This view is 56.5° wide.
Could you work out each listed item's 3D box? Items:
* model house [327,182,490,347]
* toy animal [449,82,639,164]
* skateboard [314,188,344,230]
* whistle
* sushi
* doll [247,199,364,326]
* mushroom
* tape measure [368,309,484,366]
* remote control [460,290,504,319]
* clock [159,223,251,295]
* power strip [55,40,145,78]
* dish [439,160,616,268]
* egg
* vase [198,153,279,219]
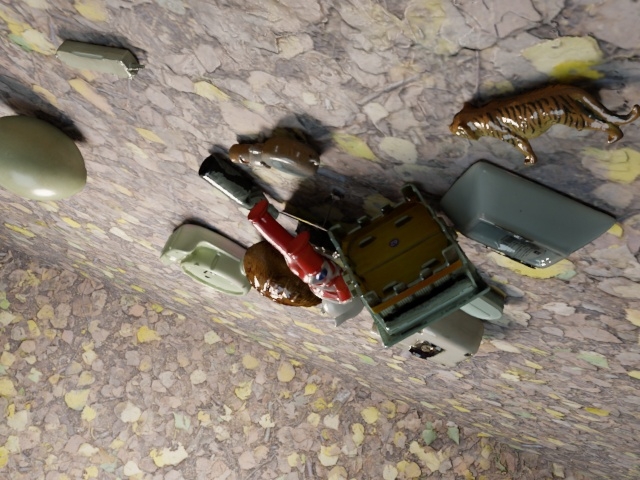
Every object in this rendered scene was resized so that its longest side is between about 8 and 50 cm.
[{"bbox_3d":[0.160,0.050,1.080,0.215,0.224,0.198,53,-172,-47],"label":"model house"},{"bbox_3d":[0.275,-0.150,0.759,0.099,0.056,0.241,36,156,-31],"label":"toy animal"},{"bbox_3d":[0.010,-0.057,1.205,0.032,0.083,0.064,30,158,-20],"label":"skateboard"},{"bbox_3d":[-0.084,-0.158,1.102,0.220,0.057,0.107,10,170,40],"label":"whistle"},{"bbox_3d":[0.000,0.000,1.285,0.220,0.047,0.231,23,-178,0],"label":"sushi"},{"bbox_3d":[-0.004,0.065,1.200,0.188,0.099,0.384,38,170,36],"label":"doll"},{"bbox_3d":[-0.092,0.094,1.593,0.253,0.153,0.253,24,169,5],"label":"mushroom"},{"bbox_3d":[0.281,0.238,1.593,0.258,0.130,0.265,24,159,1],"label":"tape measure"},{"bbox_3d":[0.315,0.111,1.353,0.247,0.052,0.104,31,156,-21],"label":"remote control"},{"bbox_3d":[-0.309,0.074,1.803,0.324,0.108,0.265,29,157,-18],"label":"clock"},{"bbox_3d":[-0.385,-0.317,1.043,0.191,0.030,0.047,15,156,20],"label":"power strip"},{"bbox_3d":[0.325,-0.021,0.990,0.243,0.080,0.182,22,159,-2],"label":"dish"},{"bbox_3d":[-0.679,-0.193,1.414,0.253,0.186,0.186,34,156,-18],"label":"egg"},{"bbox_3d":[-0.168,-0.106,1.299,0.060,0.059,0.211,-3,149,48],"label":"vase"}]
